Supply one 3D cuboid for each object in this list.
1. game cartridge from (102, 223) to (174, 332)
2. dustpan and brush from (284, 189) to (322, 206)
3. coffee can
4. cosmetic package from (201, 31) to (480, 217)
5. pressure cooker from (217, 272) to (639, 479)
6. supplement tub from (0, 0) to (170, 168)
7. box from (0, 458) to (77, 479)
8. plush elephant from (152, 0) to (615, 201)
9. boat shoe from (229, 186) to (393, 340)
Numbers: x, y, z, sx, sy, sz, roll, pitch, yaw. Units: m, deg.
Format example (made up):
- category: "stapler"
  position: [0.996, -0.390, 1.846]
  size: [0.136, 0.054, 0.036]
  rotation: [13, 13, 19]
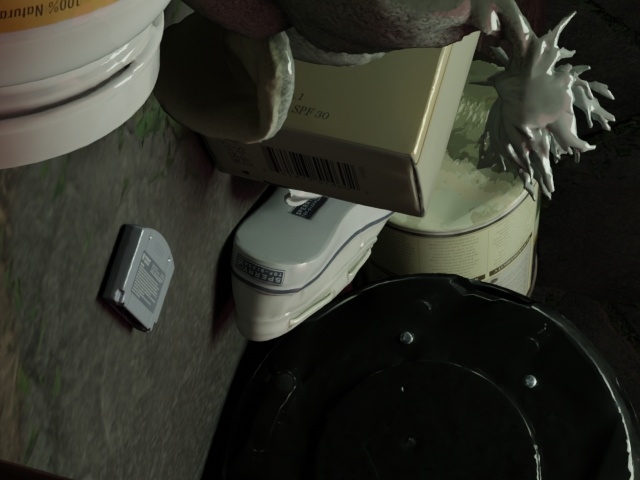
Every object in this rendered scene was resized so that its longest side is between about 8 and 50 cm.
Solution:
- category: "game cartridge"
  position: [-0.112, 0.022, 0.914]
  size: [0.083, 0.017, 0.056]
  rotation: [67, 42, -70]
- category: "dustpan and brush"
  position: [0.004, -0.092, 1.179]
  size: [0.211, 0.060, 0.147]
  rotation: [10, 77, -59]
- category: "coffee can"
  position: [0.120, -0.034, 1.462]
  size: [0.275, 0.201, 0.202]
  rotation: [79, 27, -62]
- category: "cosmetic package"
  position: [0.037, -0.188, 1.021]
  size: [0.113, 0.160, 0.310]
  rotation: [69, 35, -68]
- category: "pressure cooker"
  position: [0.118, 0.258, 1.352]
  size: [0.420, 0.375, 0.370]
  rotation: [64, 35, -68]
- category: "supplement tub"
  position: [-0.111, -0.136, 0.436]
  size: [0.144, 0.144, 0.200]
  rotation: [-62, 162, -48]
- category: "box"
  position: [-0.143, 0.205, 0.605]
  size: [0.167, 0.168, 0.203]
  rotation: [73, 32, -66]
- category: "plush elephant"
  position: [0.010, -0.184, 0.765]
  size: [0.271, 0.255, 0.330]
  rotation: [-30, 107, -19]
- category: "boat shoe"
  position: [0.000, 0.000, 1.218]
  size: [0.267, 0.096, 0.088]
  rotation: [-53, 158, -59]
